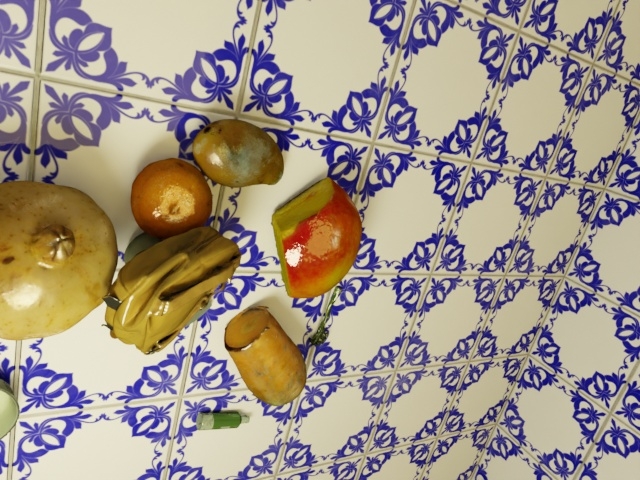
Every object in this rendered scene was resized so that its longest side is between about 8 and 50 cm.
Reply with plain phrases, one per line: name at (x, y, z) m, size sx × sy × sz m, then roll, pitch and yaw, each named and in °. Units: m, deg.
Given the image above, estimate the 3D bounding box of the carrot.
carrot at (-0.187, 0.414, 1.705) m, size 0.224 × 0.224 × 0.340 m, roll -36°, pitch 123°, yaw -11°

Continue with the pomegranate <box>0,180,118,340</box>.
pomegranate at (-0.648, 0.039, 1.115) m, size 0.410 × 0.410 × 0.410 m, roll -14°, pitch 120°, yaw -25°

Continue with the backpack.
backpack at (-0.383, 0.115, 1.272) m, size 0.378 × 0.201 × 0.353 m, roll -38°, pitch 172°, yaw -44°

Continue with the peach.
peach at (0.000, 0.000, 1.595) m, size 0.306 × 0.242 × 0.380 m, roll -13°, pitch 120°, yaw -20°

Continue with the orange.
orange at (-0.406, -0.111, 1.332) m, size 0.224 × 0.170 × 0.224 m, roll -7°, pitch 108°, yaw -21°

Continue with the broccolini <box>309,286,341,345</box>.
broccolini at (0.030, 0.300, 1.885) m, size 0.254 × 0.057 × 0.071 m, roll -66°, pitch 170°, yaw 16°

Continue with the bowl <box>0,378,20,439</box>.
bowl at (-0.939, 0.450, 1.333) m, size 0.211 × 0.112 × 0.211 m, roll -13°, pitch 120°, yaw -24°

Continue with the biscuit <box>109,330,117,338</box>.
biscuit at (-0.544, 0.271, 1.532) m, size 0.205 × 0.031 × 0.138 m, roll 22°, pitch 101°, yaw -37°

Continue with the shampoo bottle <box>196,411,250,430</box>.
shampoo bottle at (-0.360, 0.675, 1.835) m, size 0.204 × 0.065 × 0.065 m, roll 11°, pitch 107°, yaw -35°

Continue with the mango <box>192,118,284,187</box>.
mango at (-0.219, -0.237, 1.402) m, size 0.316 × 0.146 × 0.193 m, roll 15°, pitch 109°, yaw -46°

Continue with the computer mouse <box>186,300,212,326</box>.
computer mouse at (-0.418, 0.186, 1.525) m, size 0.128 × 0.079 × 0.231 m, roll -36°, pitch 156°, yaw -20°

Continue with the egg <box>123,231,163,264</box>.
egg at (-0.484, 0.031, 1.393) m, size 0.152 × 0.114 × 0.114 m, roll -30°, pitch 126°, yaw -12°
